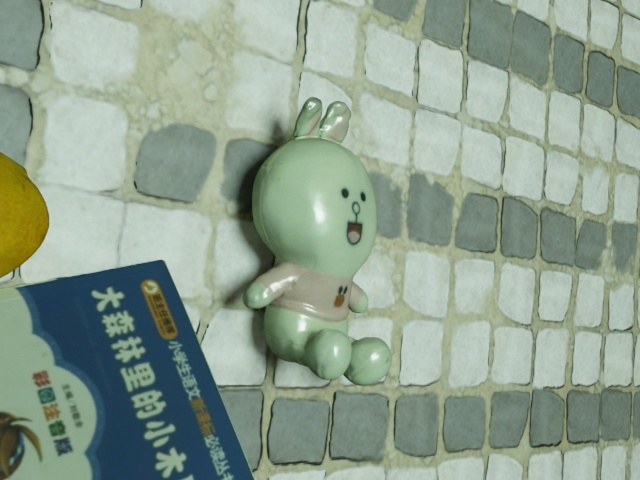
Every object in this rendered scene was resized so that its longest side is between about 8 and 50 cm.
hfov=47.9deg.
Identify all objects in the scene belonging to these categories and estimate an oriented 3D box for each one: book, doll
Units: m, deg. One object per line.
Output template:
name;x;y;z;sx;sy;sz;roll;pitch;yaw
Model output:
book;-0.222;0.137;0.520;0.323;0.018;0.228;-13;68;-36
doll;-0.009;0.005;0.695;0.155;0.113;0.274;1;81;-45

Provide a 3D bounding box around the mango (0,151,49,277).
mango;-0.295;-0.030;0.477;0.227;0.109;0.147;5;84;-37
